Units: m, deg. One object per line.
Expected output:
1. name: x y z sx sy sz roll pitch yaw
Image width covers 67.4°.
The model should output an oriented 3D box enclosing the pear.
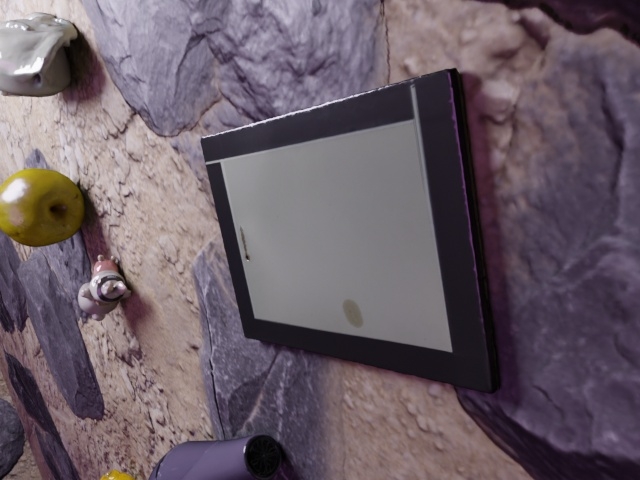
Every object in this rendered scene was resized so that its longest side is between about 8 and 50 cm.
1. pear: -0.523 -0.063 0.892 0.162 0.148 0.149 13 114 34

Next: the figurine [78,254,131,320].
1. figurine: -0.396 0.077 0.866 0.146 0.081 0.098 -41 75 46

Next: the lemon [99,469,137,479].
1. lemon: -0.476 0.619 1.135 0.114 0.114 0.155 -20 87 47

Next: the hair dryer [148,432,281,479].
1. hair dryer: -0.102 0.458 0.730 0.301 0.121 0.361 -35 89 38

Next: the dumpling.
1. dumpling: -0.463 -0.305 0.777 0.228 0.124 0.152 10 76 37

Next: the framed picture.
1. framed picture: 0.000 0.000 0.487 0.346 0.016 0.265 -1 105 45
